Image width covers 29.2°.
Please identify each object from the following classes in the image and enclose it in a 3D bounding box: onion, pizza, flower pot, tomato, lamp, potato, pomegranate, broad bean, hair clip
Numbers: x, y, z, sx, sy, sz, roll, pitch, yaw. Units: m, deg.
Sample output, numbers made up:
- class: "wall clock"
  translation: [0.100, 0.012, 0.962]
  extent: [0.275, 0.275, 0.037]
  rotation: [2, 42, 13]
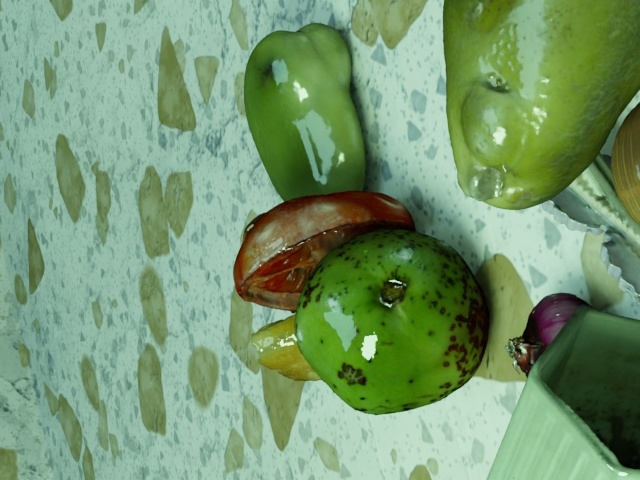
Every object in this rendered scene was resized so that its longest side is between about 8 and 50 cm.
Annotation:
- class: "onion"
  translation: [0.230, 0.109, 1.202]
  extent: [0.115, 0.104, 0.115]
  rotation: [-178, 90, -76]
- class: "pizza"
  translation: [0.020, 0.129, 1.565]
  extent: [0.161, 0.182, 0.062]
  rotation: [56, -165, -50]
- class: "flower pot"
  translation: [0.265, 0.198, 1.052]
  extent: [0.239, 0.209, 0.190]
  rotation: [52, 138, 41]
- class: "tomato"
  translation: [-0.001, -0.002, 1.473]
  extent: [0.228, 0.228, 0.101]
  rotation: [-50, 52, 52]
- class: "lamp"
  translation: [0.304, -0.064, 1.003]
  extent: [0.136, 0.136, 0.136]
  rotation: [20, 113, 57]
- class: "potato"
  translation: [0.205, -0.191, 1.037]
  extent: [0.218, 0.202, 0.351]
  rotation: [145, 148, -81]
- class: "pomegranate"
  translation: [0.087, 0.100, 1.387]
  extent: [0.248, 0.214, 0.214]
  rotation: [59, -170, -69]
- class: "broad bean"
  translation: [-0.022, -0.141, 1.569]
  extent: [0.189, 0.121, 0.263]
  rotation: [-8, 92, 51]
- class: "hair clip"
  translation: [0.271, -0.027, 1.100]
  extent: [0.292, 0.106, 0.084]
  rotation: [55, 146, 35]
